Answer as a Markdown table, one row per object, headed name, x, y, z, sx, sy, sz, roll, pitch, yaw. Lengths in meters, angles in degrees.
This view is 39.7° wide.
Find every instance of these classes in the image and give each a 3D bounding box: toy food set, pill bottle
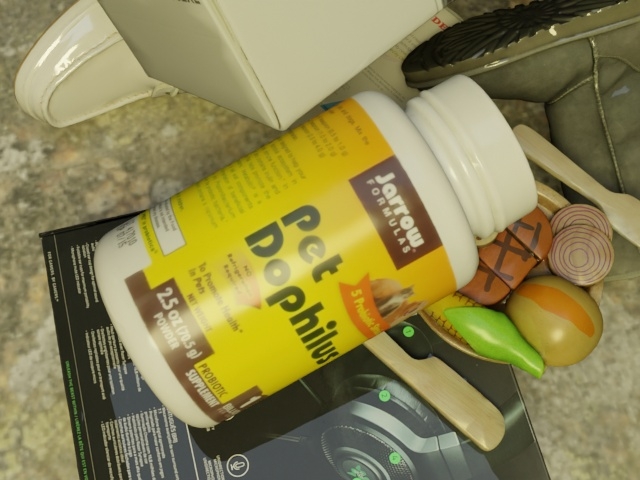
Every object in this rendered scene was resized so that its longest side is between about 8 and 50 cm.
| name | x | y | z | sx | sy | sz | roll | pitch | yaw |
| --- | --- | --- | --- | --- | --- | --- | --- | --- | --- |
| toy food set | 0.114 | 0.013 | 0.526 | 0.132 | 0.038 | 0.192 | 38 | 70 | 11 |
| pill bottle | 0.000 | 0.000 | 0.468 | 0.215 | 0.117 | 0.117 | -30 | 72 | -1 |

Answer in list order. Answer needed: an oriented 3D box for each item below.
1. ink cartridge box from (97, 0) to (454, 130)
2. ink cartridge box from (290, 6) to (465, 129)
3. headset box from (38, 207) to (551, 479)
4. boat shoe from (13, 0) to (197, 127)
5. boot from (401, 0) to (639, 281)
| name | x | y | z | sx | sy | sz | roll | pitch | yaw |
| --- | --- | --- | --- | --- | --- | --- | --- | --- | --- |
| ink cartridge box | 0.015 | -0.222 | 0.563 | 0.307 | 0.129 | 0.223 | -39 | 33 | -15 |
| ink cartridge box | 0.054 | -0.124 | 0.687 | 0.143 | 0.090 | 0.092 | -41 | 75 | -14 |
| headset box | -0.011 | 0.093 | 0.581 | 0.283 | 0.131 | 0.246 | -15 | 69 | -6 |
| boat shoe | -0.102 | -0.161 | 0.696 | 0.277 | 0.098 | 0.096 | -35 | 72 | -14 |
| boot | 0.173 | -0.064 | 0.628 | 0.189 | 0.209 | 0.076 | -12 | 34 | 17 |
